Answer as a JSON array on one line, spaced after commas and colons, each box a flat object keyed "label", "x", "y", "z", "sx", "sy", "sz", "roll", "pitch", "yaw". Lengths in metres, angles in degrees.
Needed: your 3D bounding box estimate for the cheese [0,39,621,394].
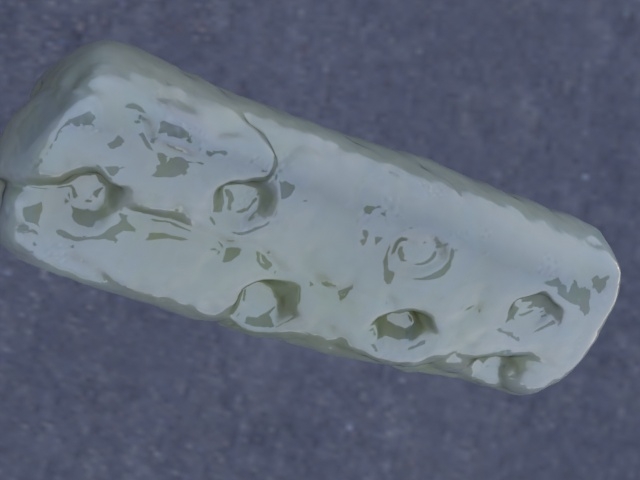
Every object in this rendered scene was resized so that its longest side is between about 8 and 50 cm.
[{"label": "cheese", "x": 0.000, "y": 0.000, "z": 0.518, "sx": 0.194, "sy": 0.043, "sz": 0.065, "roll": 19, "pitch": 109, "yaw": -32}]
